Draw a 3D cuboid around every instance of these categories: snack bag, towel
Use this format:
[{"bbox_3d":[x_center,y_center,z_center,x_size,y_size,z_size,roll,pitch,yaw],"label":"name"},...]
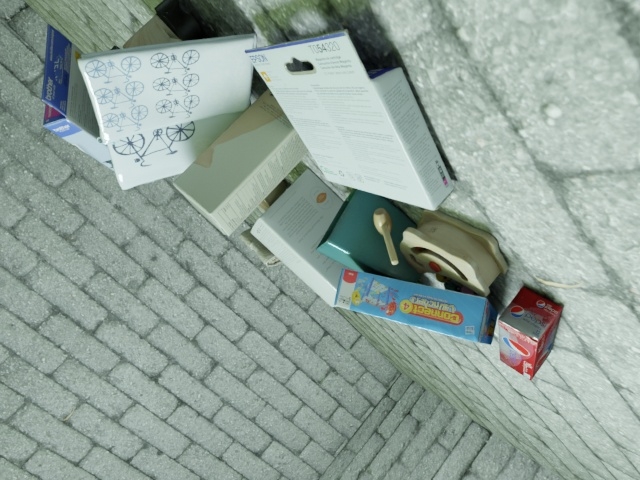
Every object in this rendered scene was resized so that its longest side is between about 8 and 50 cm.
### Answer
[{"bbox_3d":[-0.288,-0.247,0.872,0.037,0.323,0.342,56,150,23],"label":"snack bag"},{"bbox_3d":[-0.104,-0.026,1.400,0.187,0.282,0.049,39,146,41],"label":"towel"}]

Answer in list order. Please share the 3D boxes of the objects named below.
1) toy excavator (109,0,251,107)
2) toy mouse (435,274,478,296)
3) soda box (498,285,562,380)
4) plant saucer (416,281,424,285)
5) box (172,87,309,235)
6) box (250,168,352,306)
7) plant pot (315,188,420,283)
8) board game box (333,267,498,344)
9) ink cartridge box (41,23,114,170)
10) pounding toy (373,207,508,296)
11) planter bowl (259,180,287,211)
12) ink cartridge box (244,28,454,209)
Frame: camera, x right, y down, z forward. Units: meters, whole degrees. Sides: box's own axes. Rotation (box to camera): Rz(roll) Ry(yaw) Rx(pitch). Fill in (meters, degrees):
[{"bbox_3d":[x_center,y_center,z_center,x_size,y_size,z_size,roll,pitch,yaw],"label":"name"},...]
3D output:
[{"bbox_3d":[-0.282,-0.340,1.123,0.433,0.222,0.445,46,180,-8],"label":"toy excavator"},{"bbox_3d":[0.350,0.127,1.073,0.143,0.031,0.161,46,167,-18],"label":"toy mouse"},{"bbox_3d":[0.444,0.206,0.908,0.083,0.092,0.263,34,166,36],"label":"soda box"},{"bbox_3d":[0.242,0.145,1.248,0.188,0.045,0.188,36,-152,13],"label":"plant saucer"},{"bbox_3d":[-0.159,-0.175,0.952,0.121,0.311,0.148,39,168,14],"label":"box"},{"bbox_3d":[0.000,0.000,1.248,0.345,0.215,0.168,44,159,-5],"label":"box"},{"bbox_3d":[0.139,0.005,1.028,0.234,0.166,0.165,31,168,-4],"label":"plant pot"},{"bbox_3d":[0.232,0.157,0.980,0.308,0.086,0.302,10,172,29],"label":"board game box"},{"bbox_3d":[-0.465,-0.265,0.890,0.311,0.065,0.186,53,-154,-67],"label":"ink cartridge box"},{"bbox_3d":[0.222,0.040,0.875,0.269,0.155,0.154,32,160,38],"label":"pounding toy"},{"bbox_3d":[-0.187,-0.183,1.498,0.162,0.109,0.162,40,168,10],"label":"planter bowl"},{"bbox_3d":[0.045,-0.218,0.752,0.324,0.071,0.330,27,158,52],"label":"ink cartridge box"}]
